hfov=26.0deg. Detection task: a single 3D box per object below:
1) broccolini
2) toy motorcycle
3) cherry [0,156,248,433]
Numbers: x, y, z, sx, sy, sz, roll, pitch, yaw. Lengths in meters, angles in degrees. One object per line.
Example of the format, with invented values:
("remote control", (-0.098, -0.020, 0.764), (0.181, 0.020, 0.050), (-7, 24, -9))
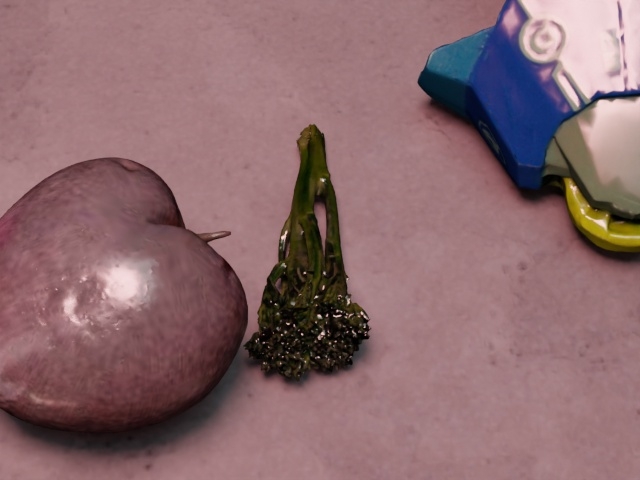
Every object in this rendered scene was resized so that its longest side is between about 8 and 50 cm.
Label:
("broccolini", (-0.006, 0.007, 0.933), (0.074, 0.058, 0.201), (16, 43, -14))
("toy motorcycle", (0.180, -0.161, 0.977), (0.200, 0.191, 0.326), (11, 78, 8))
("cherry", (-0.130, 0.041, 0.834), (0.176, 0.140, 0.176), (-1, 65, 2))
